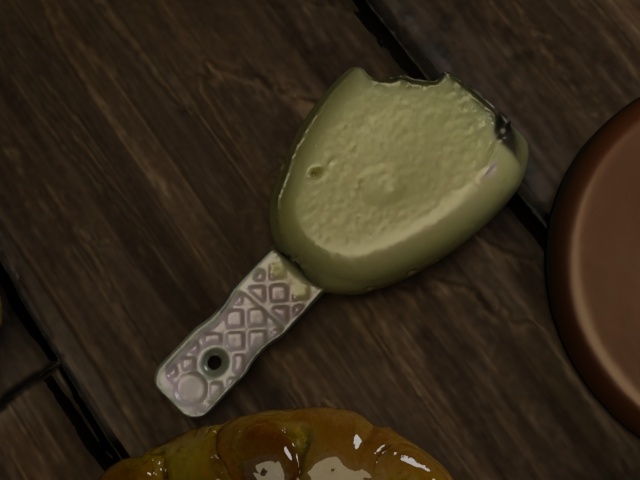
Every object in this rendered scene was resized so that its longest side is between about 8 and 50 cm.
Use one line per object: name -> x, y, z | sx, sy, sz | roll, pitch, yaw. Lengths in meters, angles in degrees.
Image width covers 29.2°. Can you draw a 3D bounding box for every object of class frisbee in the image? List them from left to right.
frisbee -> 0.257, 0.014, 0.714 | 0.251, 0.021, 0.251 | -1, 75, 3

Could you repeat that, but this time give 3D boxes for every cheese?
cheese -> 0.000, 0.000, 0.723 | 0.255, 0.050, 0.127 | -45, 76, -7

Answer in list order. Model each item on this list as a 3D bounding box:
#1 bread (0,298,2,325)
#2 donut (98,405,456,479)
bread -> -0.341, 0.024, 0.707 | 0.294, 0.132, 0.167 | -21, 81, -2
donut -> -0.022, 0.196, 0.639 | 0.226, 0.114, 0.227 | -1, 75, 4
